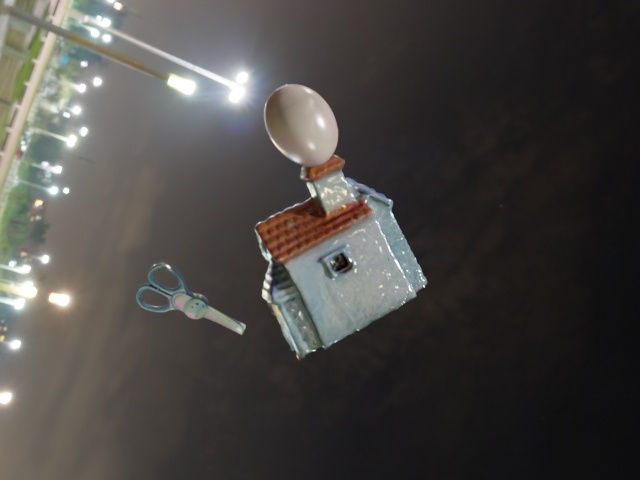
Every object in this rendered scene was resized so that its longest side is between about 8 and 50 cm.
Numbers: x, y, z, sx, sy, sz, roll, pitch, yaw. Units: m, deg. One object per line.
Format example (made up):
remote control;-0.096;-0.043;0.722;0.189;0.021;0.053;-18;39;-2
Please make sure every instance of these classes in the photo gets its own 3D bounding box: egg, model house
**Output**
egg;-0.029;-0.178;0.989;0.103;0.135;0.103;-34;-178;1
model house;0.000;0.000;1.212;0.295;0.329;0.252;-28;-167;-8

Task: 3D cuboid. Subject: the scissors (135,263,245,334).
scissors;-0.285;0.147;1.446;0.125;0.256;0.030;-55;-163;22
